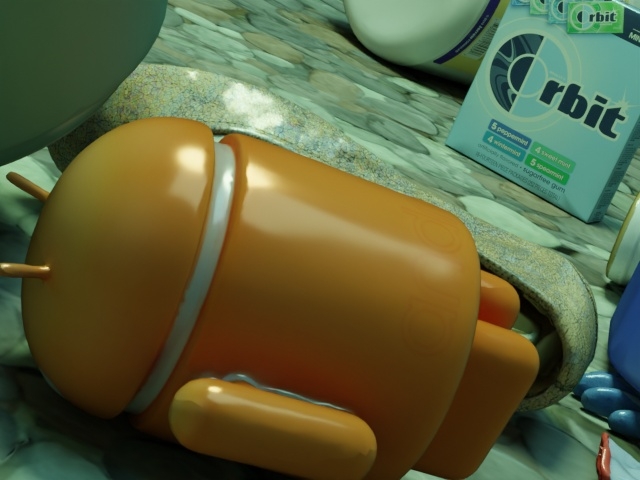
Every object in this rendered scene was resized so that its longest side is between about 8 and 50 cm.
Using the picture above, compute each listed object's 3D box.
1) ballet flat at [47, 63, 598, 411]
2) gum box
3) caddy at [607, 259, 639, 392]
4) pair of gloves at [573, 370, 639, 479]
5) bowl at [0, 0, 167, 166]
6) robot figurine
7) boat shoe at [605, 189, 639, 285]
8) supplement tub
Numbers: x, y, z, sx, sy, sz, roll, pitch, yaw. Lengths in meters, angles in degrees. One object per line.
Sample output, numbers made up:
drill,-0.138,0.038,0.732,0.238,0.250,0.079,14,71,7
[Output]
ballet flat,0.000,0.000,0.808,0.316,0.107,0.106,21,24,-2
gum box,0.217,-0.133,1.408,0.157,0.184,0.041,32,17,24
caddy,0.312,0.036,0.959,0.241,0.179,0.341,29,11,6
pair of gloves,0.216,0.124,0.868,0.159,0.023,0.198,24,16,-2
bowl,-0.192,-0.138,0.733,0.311,0.163,0.311,-6,36,4
robot figurine,-0.024,0.026,0.640,0.219,0.158,0.128,19,-24,-17
boat shoe,0.306,0.003,1.253,0.096,0.098,0.277,30,15,24
supplement tub,0.215,-0.286,1.806,0.331,0.241,0.241,11,20,-39
